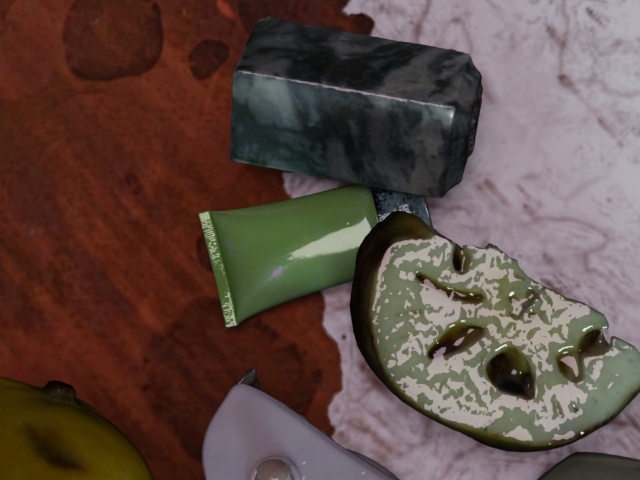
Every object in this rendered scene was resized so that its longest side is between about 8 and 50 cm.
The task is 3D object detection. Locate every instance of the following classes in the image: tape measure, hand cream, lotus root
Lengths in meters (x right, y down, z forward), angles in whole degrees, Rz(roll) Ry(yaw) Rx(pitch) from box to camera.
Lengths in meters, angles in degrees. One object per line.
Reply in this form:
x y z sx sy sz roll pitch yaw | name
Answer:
-0.009 0.235 1.353 0.236 0.120 0.197 31 77 18 | tape measure
0.000 0.000 1.449 0.175 0.046 0.095 -16 78 7 | hand cream
0.122 0.078 1.367 0.235 0.119 0.138 27 93 1 | lotus root

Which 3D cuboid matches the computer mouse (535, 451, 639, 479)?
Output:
0.242 0.348 1.294 0.228 0.145 0.428 -18 76 -1 | computer mouse

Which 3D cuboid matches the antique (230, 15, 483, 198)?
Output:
0.030 -0.101 1.430 0.183 0.086 0.088 11 38 8 | antique

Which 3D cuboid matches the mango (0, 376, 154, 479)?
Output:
-0.218 0.310 1.281 0.301 0.221 0.445 -18 70 41 | mango
